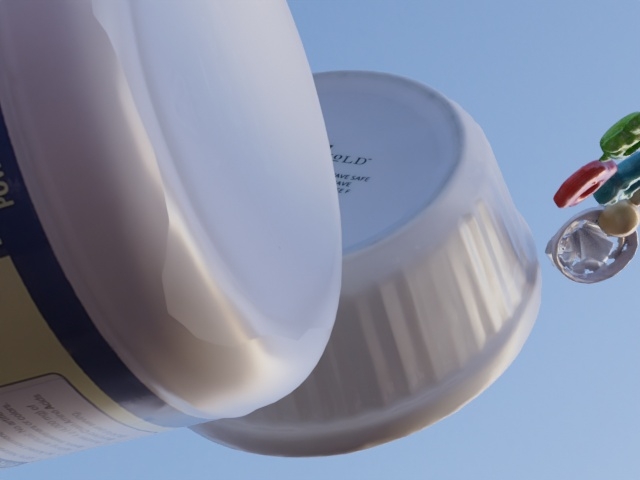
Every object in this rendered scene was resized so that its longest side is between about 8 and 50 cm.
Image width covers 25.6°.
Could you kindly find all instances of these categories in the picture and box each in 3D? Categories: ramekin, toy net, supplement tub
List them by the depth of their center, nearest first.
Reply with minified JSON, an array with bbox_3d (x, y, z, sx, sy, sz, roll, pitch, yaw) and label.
[{"bbox_3d":[-0.178,-0.016,0.557,0.325,0.235,0.235,-16,-51,16],"label":"supplement tub"},{"bbox_3d":[0.183,-0.018,0.835,0.122,0.045,0.232,-28,-18,-24],"label":"toy net"},{"bbox_3d":[0.000,0.000,0.907,0.273,0.272,0.127,-13,-52,4],"label":"ramekin"}]
